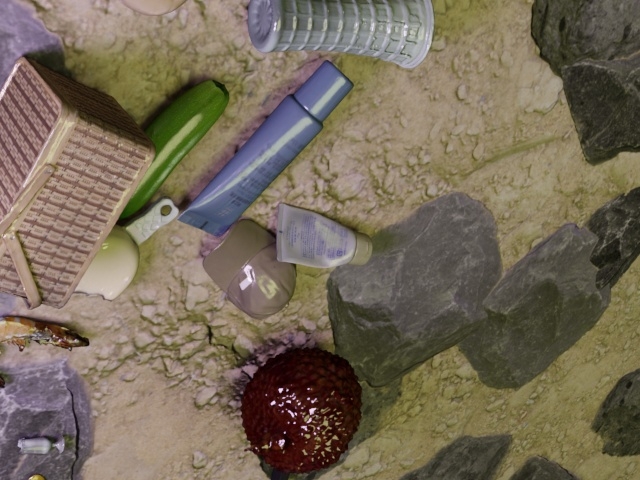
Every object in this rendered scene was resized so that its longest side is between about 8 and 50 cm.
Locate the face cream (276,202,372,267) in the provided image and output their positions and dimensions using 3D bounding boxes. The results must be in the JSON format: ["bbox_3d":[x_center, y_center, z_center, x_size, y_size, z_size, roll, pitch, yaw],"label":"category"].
[{"bbox_3d":[0.000,0.000,1.769,0.224,0.070,0.114,11,75,-38],"label":"face cream"}]

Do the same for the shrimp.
[{"bbox_3d":[-0.522,0.206,1.577,0.195,0.035,0.148,15,109,-33],"label":"shrimp"}]

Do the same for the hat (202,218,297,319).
[{"bbox_3d":[-0.127,0.062,1.691,0.166,0.144,0.173,-48,160,1],"label":"hat"}]

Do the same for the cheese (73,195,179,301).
[{"bbox_3d":[-0.367,0.005,1.519,0.163,0.071,0.249,30,101,-44],"label":"cheese"}]

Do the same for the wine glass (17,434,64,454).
[{"bbox_3d":[-0.538,0.394,1.702,0.083,0.042,0.039,8,87,-36],"label":"wine glass"}]

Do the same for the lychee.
[{"bbox_3d":[-0.042,0.363,1.866,0.300,0.264,0.264,-38,140,-41],"label":"lychee"}]

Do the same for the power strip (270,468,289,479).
[{"bbox_3d":[-0.099,0.579,2.138,0.029,0.038,0.111,-6,125,-33],"label":"power strip"}]

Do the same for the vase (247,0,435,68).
[{"bbox_3d":[0.033,-0.366,1.488,0.298,0.143,0.143,-5,123,-29],"label":"vase"}]

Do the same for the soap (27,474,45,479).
[{"bbox_3d":[-0.561,0.500,1.780,0.034,0.012,0.089,-33,133,-11],"label":"soap"}]

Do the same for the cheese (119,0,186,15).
[{"bbox_3d":[-0.222,-0.438,1.273,0.218,0.117,0.235,-11,129,-31],"label":"cheese"}]

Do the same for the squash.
[{"bbox_3d":[-0.263,-0.156,1.468,0.292,0.082,0.082,-49,135,3],"label":"squash"}]

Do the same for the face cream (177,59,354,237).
[{"bbox_3d":[-0.093,-0.159,1.584,0.385,0.086,0.135,-47,150,10],"label":"face cream"}]

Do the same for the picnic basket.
[{"bbox_3d":[-0.423,-0.081,1.309,0.175,0.228,0.313,22,106,-44],"label":"picnic basket"}]
